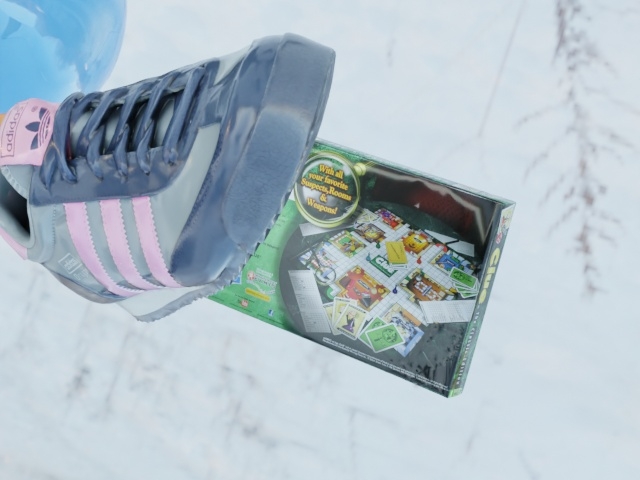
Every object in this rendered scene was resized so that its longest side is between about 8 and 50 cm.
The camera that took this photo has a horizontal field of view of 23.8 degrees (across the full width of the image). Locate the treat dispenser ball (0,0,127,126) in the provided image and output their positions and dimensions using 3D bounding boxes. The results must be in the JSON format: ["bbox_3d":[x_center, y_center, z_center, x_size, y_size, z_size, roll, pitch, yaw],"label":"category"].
[{"bbox_3d":[-0.325,-0.224,1.418,0.288,0.288,0.288,18,163,6],"label":"treat dispenser ball"}]

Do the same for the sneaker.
[{"bbox_3d":[-0.100,-0.036,0.782,0.131,0.112,0.319,26,155,-15],"label":"sneaker"}]

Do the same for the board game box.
[{"bbox_3d":[0.000,0.000,1.044,0.259,0.136,0.030,21,-167,29],"label":"board game box"}]
